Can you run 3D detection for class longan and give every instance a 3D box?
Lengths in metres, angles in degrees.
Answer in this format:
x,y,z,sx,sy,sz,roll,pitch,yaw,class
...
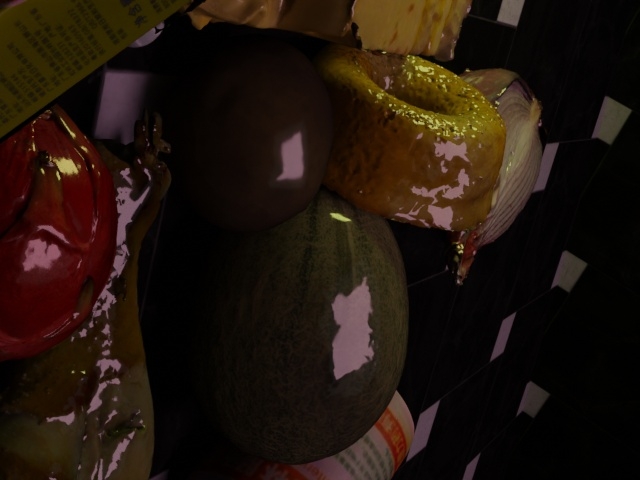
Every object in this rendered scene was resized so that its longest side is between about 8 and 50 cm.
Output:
x,y,z,sx,sy,sz,roll,pitch,yaw,class
-0.066,-0.102,0.872,0.189,0.189,0.189,-45,146,-41,longan

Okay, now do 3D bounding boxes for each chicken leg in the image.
x,y,z,sx,sy,sz,roll,pitch,yaw,class
-0.206,0.095,0.799,0.201,0.152,0.429,-4,106,-77,chicken leg

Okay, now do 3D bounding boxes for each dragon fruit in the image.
x,y,z,sx,sy,sz,roll,pitch,yaw,class
-0.221,-0.007,0.625,0.172,0.172,0.209,-14,132,-61,dragon fruit

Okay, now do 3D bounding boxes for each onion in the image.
x,y,z,sx,sy,sz,roll,pitch,yaw,class
0.216,-0.103,1.454,0.349,0.159,0.267,-58,142,-25,onion

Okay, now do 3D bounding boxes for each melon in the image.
x,y,z,sx,sy,sz,roll,pitch,yaw,class
-0.024,0.088,1.021,0.248,0.248,0.329,-25,128,-57,melon

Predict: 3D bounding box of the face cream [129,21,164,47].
x,y,z,sx,sy,sz,roll,pitch,yaw,class
-0.178,-0.214,0.630,0.101,0.101,0.252,-62,155,-15,face cream

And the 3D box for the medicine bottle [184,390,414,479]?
x,y,z,sx,sy,sz,roll,pitch,yaw,class
-0.060,0.332,1.171,0.388,0.219,0.219,-48,148,-36,medicine bottle

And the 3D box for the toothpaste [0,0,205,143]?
x,y,z,sx,sy,sz,roll,pitch,yaw,class
-0.179,-0.135,0.522,0.327,0.110,0.077,-36,152,-3,toothpaste

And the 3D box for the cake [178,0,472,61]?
x,y,z,sx,sy,sz,roll,pitch,yaw,class
-0.001,-0.282,0.790,0.286,0.222,0.227,-15,121,-60,cake

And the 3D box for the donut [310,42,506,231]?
x,y,z,sx,sy,sz,roll,pitch,yaw,class
0.085,-0.130,1.026,0.277,0.277,0.108,-27,145,-55,donut
